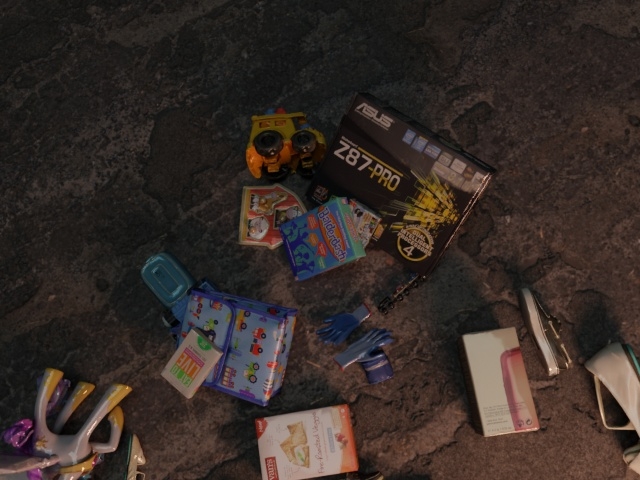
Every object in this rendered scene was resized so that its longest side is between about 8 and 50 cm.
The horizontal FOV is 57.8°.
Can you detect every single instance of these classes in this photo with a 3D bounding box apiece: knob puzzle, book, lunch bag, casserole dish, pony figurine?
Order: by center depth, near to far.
[{"bbox_3d":[-0.310,0.298,1.409,0.096,0.035,0.144,38,101,16],"label":"book"},{"bbox_3d":[-0.669,0.510,1.419,0.352,0.302,0.363,12,61,2],"label":"pony figurine"},{"bbox_3d":[0.138,0.306,1.436,0.067,0.098,0.065,-20,91,0],"label":"lunch bag"},{"bbox_3d":[-0.230,0.251,1.450,0.294,0.138,0.220,13,95,12],"label":"lunch bag"},{"bbox_3d":[-0.420,0.109,1.593,0.114,0.037,0.188,-43,73,-6],"label":"casserole dish"},{"bbox_3d":[-0.128,-0.071,1.607,0.214,0.030,0.212,-2,74,7],"label":"knob puzzle"}]

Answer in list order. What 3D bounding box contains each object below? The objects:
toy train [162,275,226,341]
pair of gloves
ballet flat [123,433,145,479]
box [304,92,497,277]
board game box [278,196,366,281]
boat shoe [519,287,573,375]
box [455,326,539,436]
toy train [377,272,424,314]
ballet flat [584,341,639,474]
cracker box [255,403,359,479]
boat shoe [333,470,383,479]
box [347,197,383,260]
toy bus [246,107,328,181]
[{"bbox_3d":[-0.332,0.184,1.524,0.184,0.080,0.105,-41,104,-1],"label":"toy train"},{"bbox_3d":[0.084,0.239,1.448,0.159,0.023,0.198,-31,39,-9],"label":"pair of gloves"},{"bbox_3d":[-0.470,0.577,1.471,0.053,0.057,0.168,10,78,-19],"label":"ballet flat"},{"bbox_3d":[0.192,-0.142,1.474,0.395,0.097,0.318,36,115,15],"label":"box"},{"bbox_3d":[0.000,0.000,1.496,0.210,0.047,0.160,-25,79,35],"label":"board game box"},{"bbox_3d":[0.550,0.216,1.419,0.070,0.078,0.219,-19,81,3],"label":"boat shoe"},{"bbox_3d":[0.410,0.331,1.364,0.127,0.148,0.232,-10,74,4],"label":"box"},{"bbox_3d":[0.211,0.132,1.509,0.158,0.027,0.036,-41,63,-4],"label":"toy train"},{"bbox_3d":[0.728,0.434,1.319,0.139,0.139,0.399,-20,69,2],"label":"ballet flat"},{"bbox_3d":[-0.033,0.497,1.420,0.233,0.067,0.155,-11,73,5],"label":"cracker box"},{"bbox_3d":[0.074,0.579,1.389,0.152,0.056,0.049,-21,78,1],"label":"boat shoe"},{"bbox_3d":[0.090,-0.028,1.489,0.094,0.027,0.136,34,118,14],"label":"box"},{"bbox_3d":[-0.089,-0.287,1.615,0.221,0.149,0.211,-4,59,4],"label":"toy bus"}]
